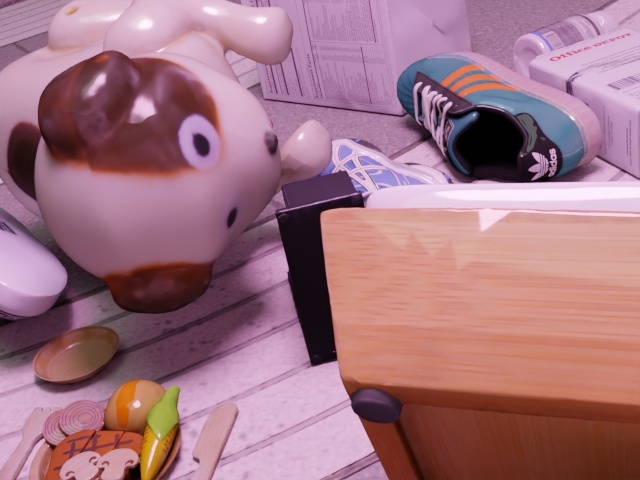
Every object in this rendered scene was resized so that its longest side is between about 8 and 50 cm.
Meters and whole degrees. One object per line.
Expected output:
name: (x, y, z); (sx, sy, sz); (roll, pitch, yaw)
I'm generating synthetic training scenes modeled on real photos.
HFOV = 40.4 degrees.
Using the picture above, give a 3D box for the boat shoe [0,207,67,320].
boat shoe: (-0.356, 0.036, 0.920); (0.108, 0.102, 0.301); (23, 5, -38)

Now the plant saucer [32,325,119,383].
plant saucer: (-0.229, 0.111, 0.825); (0.084, 0.015, 0.083); (-9, 29, 5)

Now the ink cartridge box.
ink cartridge box: (0.364, -0.167, 1.011); (0.153, 0.086, 0.208); (-20, 32, -12)

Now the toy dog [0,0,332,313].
toy dog: (-0.186, -0.108, 0.847); (0.396, 0.284, 0.408); (-13, 24, -19)

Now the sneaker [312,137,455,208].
sneaker: (0.044, -0.057, 0.947); (0.211, 0.080, 0.081); (16, 37, 41)

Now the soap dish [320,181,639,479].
soap dish: (0.138, 0.098, 0.470); (0.229, 0.290, 0.118); (1, 51, 21)

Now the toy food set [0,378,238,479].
toy food set: (-0.173, 0.161, 0.697); (0.192, 0.038, 0.132); (-4, 31, 14)

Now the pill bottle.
pill bottle: (0.340, -0.265, 1.195); (0.137, 0.078, 0.078); (-24, 32, -21)

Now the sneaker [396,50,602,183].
sneaker: (0.174, -0.146, 1.025); (0.121, 0.108, 0.302); (-24, 33, -28)

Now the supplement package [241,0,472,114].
supplement package: (0.052, -0.325, 1.280); (0.263, 0.198, 0.199); (13, 39, 37)

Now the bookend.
bookend: (0.000, 0.000, 0.790); (0.072, 0.157, 0.156); (-14, 31, -3)
